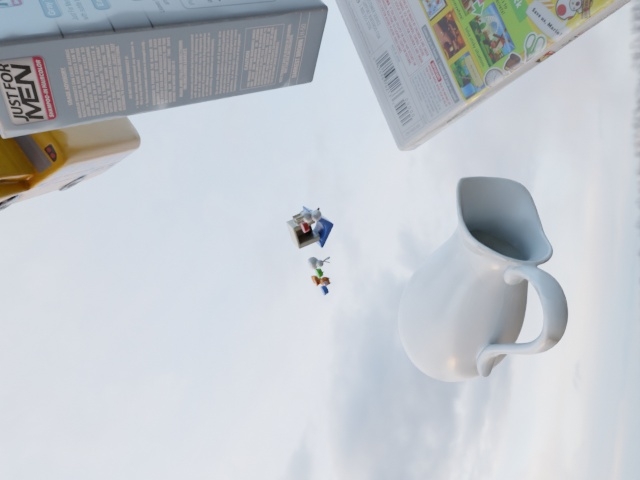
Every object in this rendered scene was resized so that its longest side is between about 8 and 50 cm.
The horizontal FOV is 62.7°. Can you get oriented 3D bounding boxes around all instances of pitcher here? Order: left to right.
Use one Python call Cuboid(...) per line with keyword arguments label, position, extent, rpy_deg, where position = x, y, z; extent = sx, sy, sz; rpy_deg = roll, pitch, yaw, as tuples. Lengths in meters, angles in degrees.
Cuboid(label="pitcher", position=(0.156, 0.069, 0.518), extent=(0.178, 0.125, 0.207), rpy_deg=(-99, 16, -47))

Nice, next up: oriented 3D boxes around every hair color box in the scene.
Cuboid(label="hair color box", position=(-0.201, -0.256, 0.617), extent=(0.374, 0.185, 0.114), rpy_deg=(-18, -31, -27))

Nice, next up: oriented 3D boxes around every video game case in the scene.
Cuboid(label="video game case", position=(0.096, -0.220, 0.420), extent=(0.026, 0.206, 0.227), rpy_deg=(-13, -102, -39))

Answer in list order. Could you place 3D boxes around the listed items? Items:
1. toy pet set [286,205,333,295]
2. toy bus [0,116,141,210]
Cuboid(label="toy pet set", position=(0.000, 0.000, 0.802), extent=(0.065, 0.114, 0.122), rpy_deg=(-23, -63, -13))
Cuboid(label="toy bus", position=(-0.402, -0.139, 0.783), extent=(0.108, 0.130, 0.333), rpy_deg=(58, -169, -11))
